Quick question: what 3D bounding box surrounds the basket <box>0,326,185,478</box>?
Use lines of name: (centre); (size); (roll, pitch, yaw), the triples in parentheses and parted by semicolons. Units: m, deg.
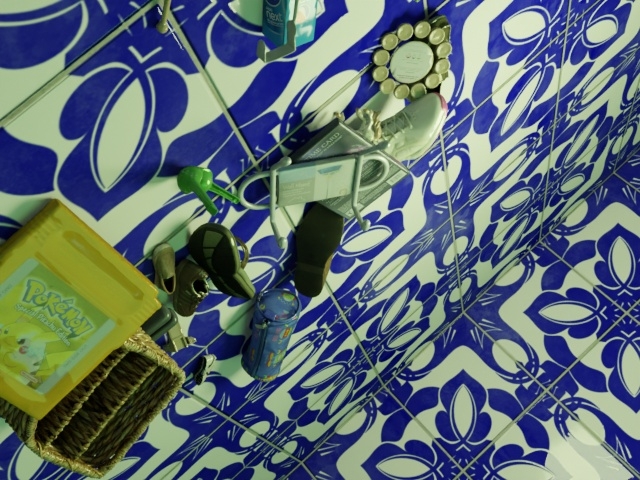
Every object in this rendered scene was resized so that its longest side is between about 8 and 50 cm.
basket: (-0.461, 0.304, 1.470); (0.299, 0.223, 0.213); (-48, 161, -1)

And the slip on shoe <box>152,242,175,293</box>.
slip on shoe: (-0.327, 0.062, 1.555); (0.051, 0.041, 0.135); (-25, 147, -35)

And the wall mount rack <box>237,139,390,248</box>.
wall mount rack: (0.007, -0.122, 1.551); (0.350, 0.130, 0.304); (-12, 144, -14)

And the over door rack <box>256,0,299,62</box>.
over door rack: (-0.062, -0.446, 0.994); (0.108, 0.239, 0.324); (-13, 140, -38)

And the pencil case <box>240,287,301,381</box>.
pencil case: (-0.141, 0.264, 2.019); (0.133, 0.119, 0.306); (-44, 159, -44)

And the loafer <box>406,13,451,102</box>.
loafer: (0.263, -0.402, 1.684); (0.094, 0.087, 0.251); (-33, 151, -23)

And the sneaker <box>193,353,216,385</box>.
sneaker: (-0.312, 0.352, 1.992); (0.044, 0.040, 0.109); (-16, 142, -48)

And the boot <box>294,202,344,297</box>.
boot: (0.000, 0.000, 1.909); (0.115, 0.112, 0.305); (-61, 169, -51)

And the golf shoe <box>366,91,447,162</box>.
golf shoe: (0.159, -0.234, 1.705); (0.140, 0.115, 0.306); (11, 137, -46)

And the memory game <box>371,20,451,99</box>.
memory game: (0.199, -0.391, 1.603); (0.186, 0.012, 0.186); (-9, 130, -11)

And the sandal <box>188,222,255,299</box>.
sandal: (-0.210, 0.037, 1.641); (0.303, 0.120, 0.086); (78, 33, -61)

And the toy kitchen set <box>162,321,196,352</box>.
toy kitchen set: (-0.345, 0.224, 1.774); (0.068, 0.075, 0.083); (-23, -174, -31)

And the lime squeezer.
lime squeezer: (-0.217, -0.105, 1.421); (0.310, 0.110, 0.059); (-81, -165, -84)

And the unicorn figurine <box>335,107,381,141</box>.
unicorn figurine: (0.062, -0.234, 1.642); (0.162, 0.060, 0.111); (-8, 116, 4)

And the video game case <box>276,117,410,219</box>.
video game case: (0.052, -0.154, 1.665); (0.196, 0.026, 0.274); (-37, 140, 23)

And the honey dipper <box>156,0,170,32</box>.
honey dipper: (-0.221, -0.380, 1.093); (0.030, 0.030, 0.160); (-21, 147, -39)

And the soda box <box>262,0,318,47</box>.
soda box: (-0.048, -0.428, 1.226); (0.071, 0.067, 0.210); (-29, 149, -28)

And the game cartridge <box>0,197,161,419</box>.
game cartridge: (-0.479, 0.129, 1.289); (0.324, 0.053, 0.285); (-43, 126, -3)

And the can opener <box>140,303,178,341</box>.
can opener: (-0.430, 0.263, 1.632); (0.283, 0.095, 0.076); (-38, 154, -1)

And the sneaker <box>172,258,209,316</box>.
sneaker: (-0.286, 0.122, 1.648); (0.066, 0.071, 0.188); (-54, 162, -36)
